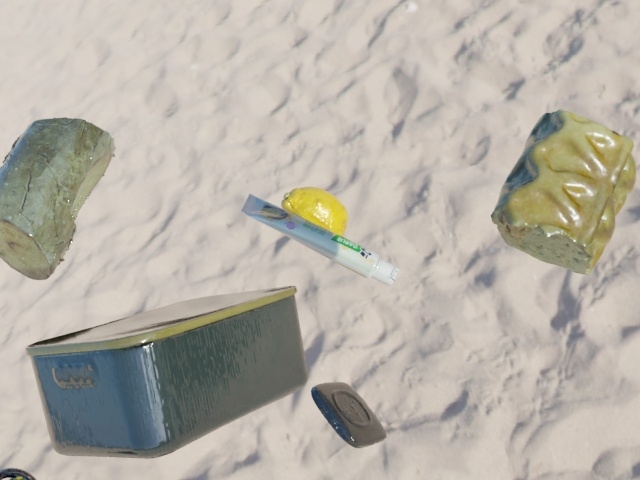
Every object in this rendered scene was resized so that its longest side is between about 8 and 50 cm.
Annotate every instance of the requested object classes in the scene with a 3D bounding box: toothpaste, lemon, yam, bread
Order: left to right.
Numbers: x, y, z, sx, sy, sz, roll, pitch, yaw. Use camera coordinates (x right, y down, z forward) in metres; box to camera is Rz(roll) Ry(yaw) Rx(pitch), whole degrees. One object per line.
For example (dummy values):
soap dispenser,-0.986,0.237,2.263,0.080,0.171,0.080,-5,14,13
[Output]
yam,-0.431,-0.080,1.196,0.154,0.154,0.254,1,54,26
lemon,-0.012,-0.051,1.557,0.114,0.155,0.114,-50,22,29
toothpaste,0.000,0.000,1.431,0.314,0.058,0.056,27,74,-7
bread,0.445,-0.082,1.385,0.196,0.238,0.252,12,72,35

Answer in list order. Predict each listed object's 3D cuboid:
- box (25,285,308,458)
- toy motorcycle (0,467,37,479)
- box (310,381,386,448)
box,-0.113,0.101,0.614,0.144,0.090,0.201,-10,1,35
toy motorcycle,-0.367,0.431,1.051,0.124,0.275,0.187,-55,3,22
box,0.081,0.471,2.095,0.042,0.201,0.212,-49,64,22
